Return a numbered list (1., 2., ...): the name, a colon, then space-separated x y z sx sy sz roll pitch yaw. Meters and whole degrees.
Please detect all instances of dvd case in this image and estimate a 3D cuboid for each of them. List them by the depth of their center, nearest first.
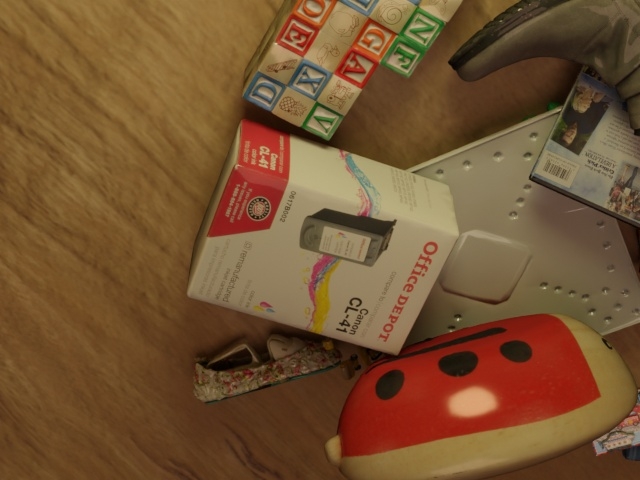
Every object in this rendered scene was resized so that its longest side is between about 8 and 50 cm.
1. dvd case: 0.403 -0.156 1.340 0.180 0.022 0.253 24 101 1

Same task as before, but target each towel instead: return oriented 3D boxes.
1. towel: 0.565 0.334 1.737 0.119 0.029 0.067 -1 120 2

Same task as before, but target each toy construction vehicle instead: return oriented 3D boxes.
1. toy construction vehicle: 0.048 0.160 1.589 0.035 0.098 0.086 1 123 43

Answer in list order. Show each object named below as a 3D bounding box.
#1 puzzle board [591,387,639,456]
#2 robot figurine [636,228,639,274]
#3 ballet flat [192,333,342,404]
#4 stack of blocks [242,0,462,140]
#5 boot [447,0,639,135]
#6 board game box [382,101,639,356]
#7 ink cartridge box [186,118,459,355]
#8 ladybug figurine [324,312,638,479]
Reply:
1. puzzle board: 0.498 0.295 1.702 0.128 0.011 0.096 -18 102 11
2. robot figurine: 0.533 -0.064 1.437 0.210 0.085 0.291 -3 124 1
3. ballet flat: -0.089 0.188 1.605 0.240 0.091 0.077 -17 100 6
4. stack of blocks: 0.047 -0.274 1.290 0.171 0.087 0.297 26 120 -17
5. boot: 0.345 -0.218 1.270 0.338 0.118 0.223 -26 101 15
6. board game box: 0.235 0.028 1.516 0.389 0.050 0.390 -22 121 13
7. ink cartridge box: 0.000 0.000 1.387 0.306 0.131 0.226 17 122 -10
8. ladybug figurine: 0.216 0.213 1.443 0.449 0.305 0.162 -15 97 -14
